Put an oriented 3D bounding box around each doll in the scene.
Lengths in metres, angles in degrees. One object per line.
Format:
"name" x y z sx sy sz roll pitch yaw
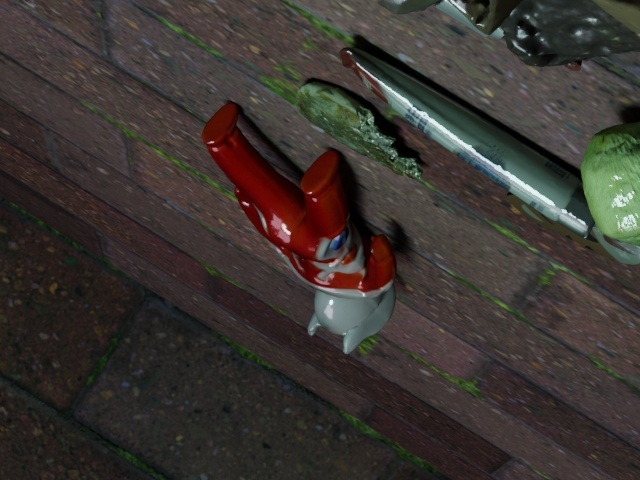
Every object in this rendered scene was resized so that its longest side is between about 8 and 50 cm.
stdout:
"doll" 0.000 0.000 2.054 0.188 0.099 0.384 28 161 26

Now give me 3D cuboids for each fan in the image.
"fan" 0.243 -0.002 1.609 0.226 0.008 0.152 30 167 19

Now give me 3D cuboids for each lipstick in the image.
"lipstick" 0.128 -0.141 1.314 0.107 0.025 0.025 29 169 -11

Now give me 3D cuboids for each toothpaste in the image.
"toothpaste" 0.116 -0.081 1.552 0.239 0.039 0.062 34 176 7

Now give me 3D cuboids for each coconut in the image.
"coconut" 0.221 -0.036 1.355 0.088 0.088 0.096 6 122 65

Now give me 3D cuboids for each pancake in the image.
"pancake" 0.029 -0.097 1.741 0.116 0.023 0.129 27 167 34

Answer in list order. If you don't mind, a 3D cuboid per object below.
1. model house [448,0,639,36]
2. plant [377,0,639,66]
"model house" 0.105 -0.164 0.846 0.176 0.181 0.248 26 155 49
"plant" 0.120 -0.164 1.001 0.203 0.142 0.131 4 159 43
